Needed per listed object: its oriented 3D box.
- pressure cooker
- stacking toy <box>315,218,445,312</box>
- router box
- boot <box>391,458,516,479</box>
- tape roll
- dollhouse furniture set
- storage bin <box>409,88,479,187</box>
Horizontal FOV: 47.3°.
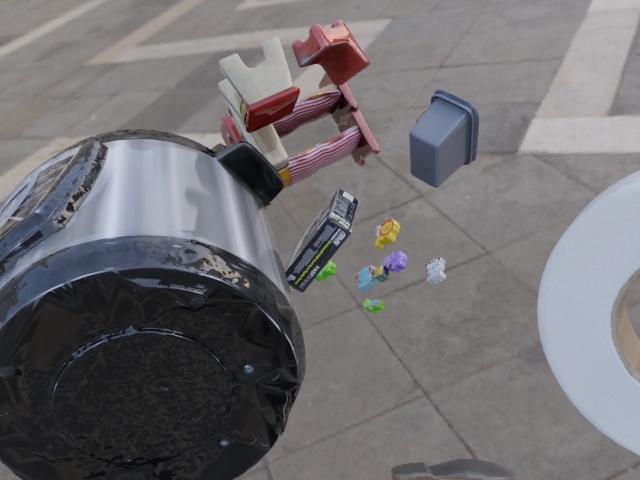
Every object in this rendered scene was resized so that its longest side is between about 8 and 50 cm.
[{"bbox_3d":[-0.228,0.067,0.925,0.369,0.376,0.420,-1,31,-12],"label":"pressure cooker"},{"bbox_3d":[0.117,0.057,1.443,0.221,0.167,0.052,-31,37,35],"label":"stacking toy"},{"bbox_3d":[0.000,0.000,0.985,0.122,0.038,0.092,-53,10,29],"label":"router box"},{"bbox_3d":[0.331,0.613,1.809,0.305,0.115,0.112,-4,2,4],"label":"boot"},{"bbox_3d":[0.452,0.097,0.846,0.391,0.392,0.072,5,23,32],"label":"tape roll"},{"bbox_3d":[-0.019,-0.164,1.015,0.201,0.152,0.374,-27,-1,-9],"label":"dollhouse furniture set"},{"bbox_3d":[0.183,-0.156,1.152,0.098,0.135,0.091,33,66,26],"label":"storage bin"}]
